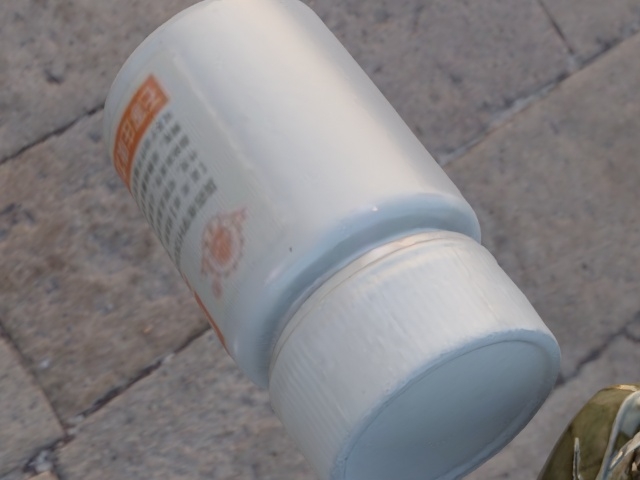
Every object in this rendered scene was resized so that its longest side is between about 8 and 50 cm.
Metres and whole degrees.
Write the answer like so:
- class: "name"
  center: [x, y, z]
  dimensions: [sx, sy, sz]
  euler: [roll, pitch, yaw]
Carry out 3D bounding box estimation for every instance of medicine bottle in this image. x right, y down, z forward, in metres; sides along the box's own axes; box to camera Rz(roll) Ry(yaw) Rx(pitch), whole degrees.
- class: "medicine bottle"
  center: [0.000, 0.000, 1.137]
  dimensions: [0.211, 0.211, 0.371]
  euler: [-11, 51, -33]

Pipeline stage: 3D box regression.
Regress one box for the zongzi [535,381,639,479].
- class: "zongzi"
  center: [0.133, 0.268, 1.145]
  dimensions: [0.218, 0.467, 0.500]
  euler: [-3, 94, -47]
